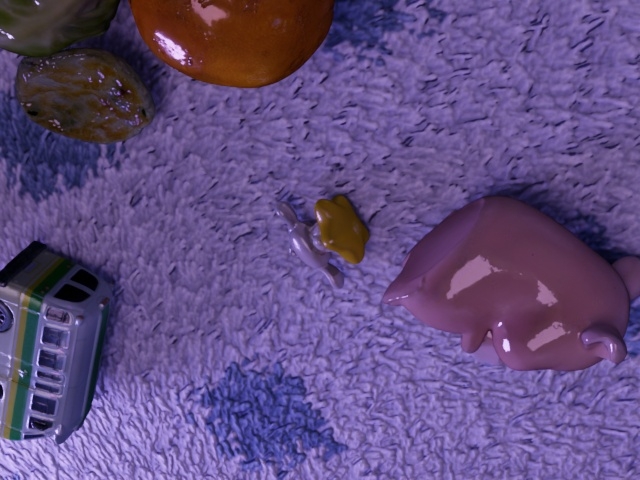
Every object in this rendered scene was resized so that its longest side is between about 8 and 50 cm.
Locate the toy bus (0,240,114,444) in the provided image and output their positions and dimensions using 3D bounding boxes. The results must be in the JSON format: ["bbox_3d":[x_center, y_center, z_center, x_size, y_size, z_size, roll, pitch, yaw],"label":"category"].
[{"bbox_3d":[-0.395,0.161,1.862,0.165,0.133,0.276,19,120,9],"label":"toy bus"}]

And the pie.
[{"bbox_3d":[-0.300,-0.187,1.665,0.187,0.041,0.187,6,149,4],"label":"pie"}]

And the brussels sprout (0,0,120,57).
[{"bbox_3d":[-0.324,-0.329,1.542,0.244,0.244,0.244,8,118,15],"label":"brussels sprout"}]

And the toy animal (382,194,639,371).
[{"bbox_3d":[0.235,0.068,1.575,0.256,0.195,0.213,35,129,-4],"label":"toy animal"}]

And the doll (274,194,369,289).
[{"bbox_3d":[0.004,0.006,1.695,0.113,0.071,0.135,-1,120,27],"label":"doll"}]

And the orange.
[{"bbox_3d":[-0.100,-0.286,1.483,0.240,0.240,0.240,8,118,15],"label":"orange"}]
